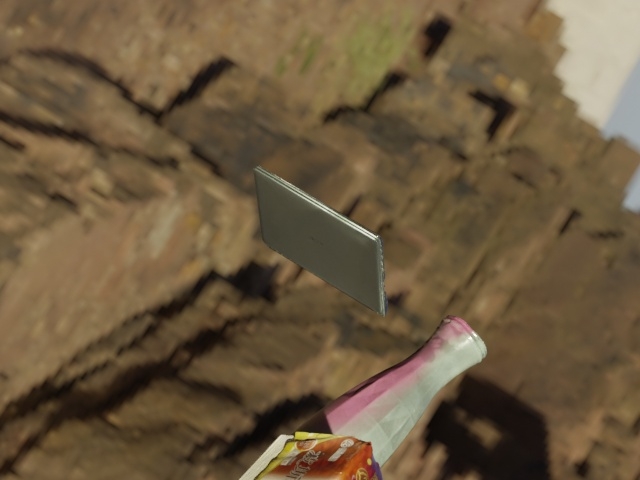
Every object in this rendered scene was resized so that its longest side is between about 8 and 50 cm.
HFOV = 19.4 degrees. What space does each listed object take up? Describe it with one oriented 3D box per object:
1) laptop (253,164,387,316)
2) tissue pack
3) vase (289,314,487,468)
[{"bbox_3d":[0.000,0.000,2.026,0.016,0.180,0.129,-42,147,-30],"label":"laptop"},{"bbox_3d":[-0.018,0.229,1.419,0.148,0.099,0.106,-43,124,-49],"label":"tissue pack"},{"bbox_3d":[0.071,0.159,1.838,0.214,0.086,0.086,-40,168,-19],"label":"vase"}]
